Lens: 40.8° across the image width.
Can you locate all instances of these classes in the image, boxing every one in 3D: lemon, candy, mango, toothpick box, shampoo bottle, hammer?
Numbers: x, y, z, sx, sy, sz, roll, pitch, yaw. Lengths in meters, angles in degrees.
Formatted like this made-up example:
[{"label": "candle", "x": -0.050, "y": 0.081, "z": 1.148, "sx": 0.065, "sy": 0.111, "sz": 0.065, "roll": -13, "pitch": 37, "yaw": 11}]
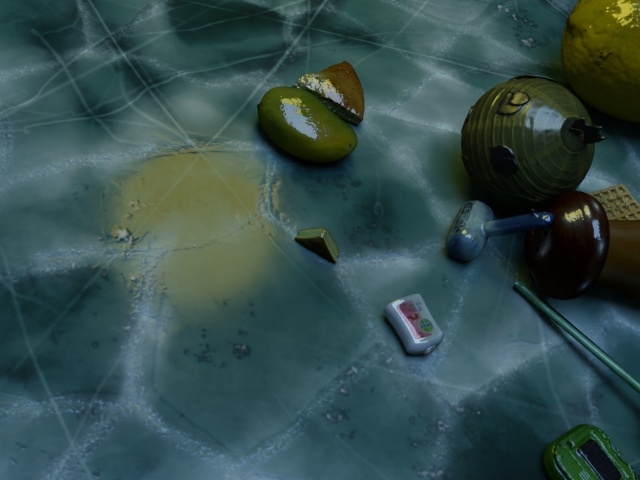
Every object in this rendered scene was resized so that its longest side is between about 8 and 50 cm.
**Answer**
[{"label": "lemon", "x": 0.680, "y": -0.408, "z": 1.826, "sx": 0.336, "sy": 0.336, "sz": 0.336, "roll": 9, "pitch": 53, "yaw": -13}, {"label": "candy", "x": 0.497, "y": 0.214, "z": 1.451, "sx": 0.119, "sy": 0.119, "sz": 0.440, "roll": -30, "pitch": 61, "yaw": -34}, {"label": "mango", "x": -0.028, "y": -0.208, "z": 1.567, "sx": 0.191, "sy": 0.085, "sz": 0.122, "roll": 35, "pitch": 49, "yaw": 9}, {"label": "toothpick box", "x": 0.507, "y": 0.019, "z": 1.527, "sx": 0.294, "sy": 0.192, "sz": 0.192, "roll": 8, "pitch": 53, "yaw": -21}, {"label": "shampoo bottle", "x": 0.155, "y": 0.141, "z": 1.402, "sx": 0.072, "sy": 0.043, "sz": 0.099, "roll": -15, "pitch": 61, "yaw": -28}, {"label": "hammer", "x": 0.315, "y": -0.026, "z": 1.500, "sx": 0.069, "sy": 0.193, "sz": 0.116, "roll": 55, "pitch": 45, "yaw": -26}]

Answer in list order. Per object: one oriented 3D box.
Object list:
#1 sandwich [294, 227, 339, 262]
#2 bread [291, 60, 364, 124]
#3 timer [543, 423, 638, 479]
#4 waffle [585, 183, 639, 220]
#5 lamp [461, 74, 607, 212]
[{"label": "sandwich", "x": 0.000, "y": 0.000, "z": 1.453, "sx": 0.083, "sy": 0.044, "sz": 0.031, "roll": 30, "pitch": 46, "yaw": 0}, {"label": "bread", "x": 0.038, "y": -0.280, "z": 1.666, "sx": 0.154, "sy": 0.054, "sz": 0.136, "roll": -29, "pitch": 71, "yaw": -31}, {"label": "timer", "x": 0.421, "y": 0.358, "z": 1.334, "sx": 0.128, "sy": 0.047, "sz": 0.140, "roll": -22, "pitch": 67, "yaw": -31}, {"label": "waffle", "x": 0.559, "y": -0.052, "z": 1.685, "sx": 0.148, "sy": 0.042, "sz": 0.102, "roll": -14, "pitch": 61, "yaw": -26}, {"label": "lamp", "x": 0.396, "y": -0.176, "z": 1.571, "sx": 0.250, "sy": 0.284, "sz": 0.250, "roll": 0, "pitch": 89, "yaw": -31}]
